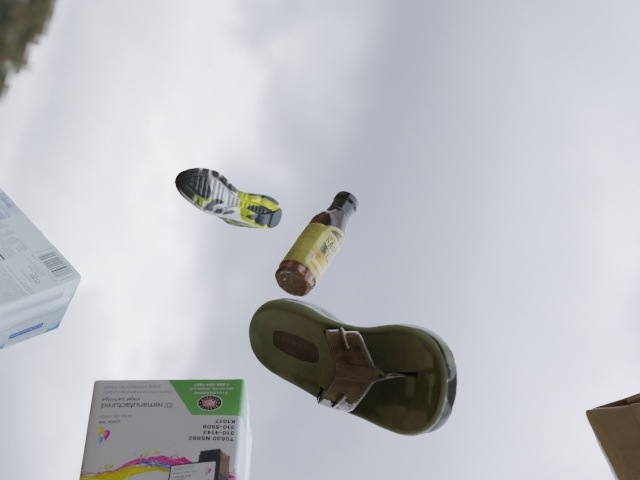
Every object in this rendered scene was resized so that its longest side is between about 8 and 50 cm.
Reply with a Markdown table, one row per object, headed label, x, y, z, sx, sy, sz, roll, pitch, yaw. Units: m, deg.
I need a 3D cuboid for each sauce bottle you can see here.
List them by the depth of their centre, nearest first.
| label | x | y | z | sx | sy | sz | roll | pitch | yaw |
| --- | --- | --- | --- | --- | --- | --- | --- | --- | --- |
| sauce bottle | 0.000 | 0.000 | 1.727 | 0.128 | 0.042 | 0.042 | -57 | -177 | -38 |

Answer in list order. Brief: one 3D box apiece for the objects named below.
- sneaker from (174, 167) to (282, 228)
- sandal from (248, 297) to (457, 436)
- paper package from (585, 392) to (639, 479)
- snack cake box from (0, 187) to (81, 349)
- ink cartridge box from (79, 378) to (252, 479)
| label | x | y | z | sx | sy | sz | roll | pitch | yaw |
| --- | --- | --- | --- | --- | --- | --- | --- | --- | --- |
| sneaker | -0.070 | -0.026 | 1.272 | 0.035 | 0.083 | 0.031 | -20 | -131 | 60 |
| sandal | 0.023 | 0.140 | 1.908 | 0.303 | 0.086 | 0.120 | 12 | -76 | 41 |
| paper package | 0.423 | 0.323 | 1.773 | 0.309 | 0.168 | 0.325 | -106 | 170 | -72 |
| snack cake box | -0.408 | 0.000 | 1.945 | 0.264 | 0.152 | 0.089 | 46 | -51 | 20 |
| ink cartridge box | -0.196 | 0.314 | 2.226 | 0.117 | 0.201 | 0.278 | 86 | 4 | -45 |
